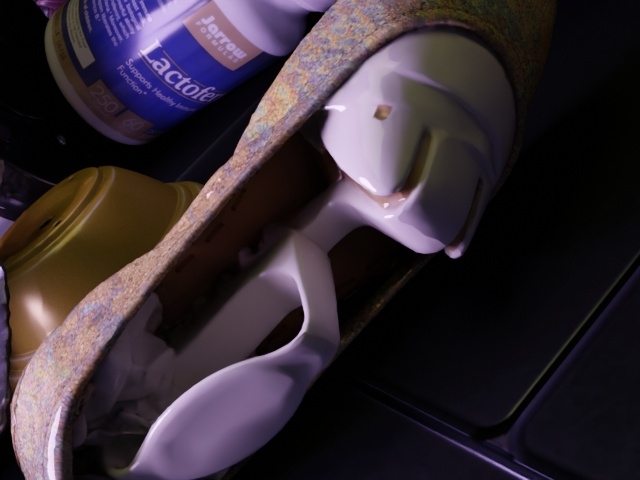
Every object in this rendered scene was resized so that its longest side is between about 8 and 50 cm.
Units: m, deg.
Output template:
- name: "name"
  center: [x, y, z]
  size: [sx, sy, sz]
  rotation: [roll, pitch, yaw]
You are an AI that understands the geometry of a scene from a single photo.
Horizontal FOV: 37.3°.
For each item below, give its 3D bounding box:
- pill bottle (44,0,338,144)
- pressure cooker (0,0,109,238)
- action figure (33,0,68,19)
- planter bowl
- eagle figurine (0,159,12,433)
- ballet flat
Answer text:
- name: "pill bottle"
  center: [-0.108, -0.210, 0.859]
  size: [0.265, 0.153, 0.153]
  rotation: [-28, 28, 26]
- name: "pressure cooker"
  center: [-0.458, -0.071, 0.876]
  size: [0.420, 0.370, 0.375]
  rotation: [-34, 50, 15]
- name: "action figure"
  center: [-0.370, -0.415, 1.450]
  size: [0.370, 0.248, 0.276]
  rotation: [-39, 24, -3]
- name: "planter bowl"
  center: [-0.158, 0.015, 0.639]
  size: [0.217, 0.090, 0.217]
  rotation: [-32, 26, 18]
- name: "eagle figurine"
  center: [-0.269, 0.074, 0.524]
  size: [0.225, 0.298, 0.226]
  rotation: [-25, -14, 0]
- name: "ballet flat"
  center: [0.000, 0.000, 0.419]
  size: [0.348, 0.123, 0.123]
  rotation: [-46, 25, 2]
